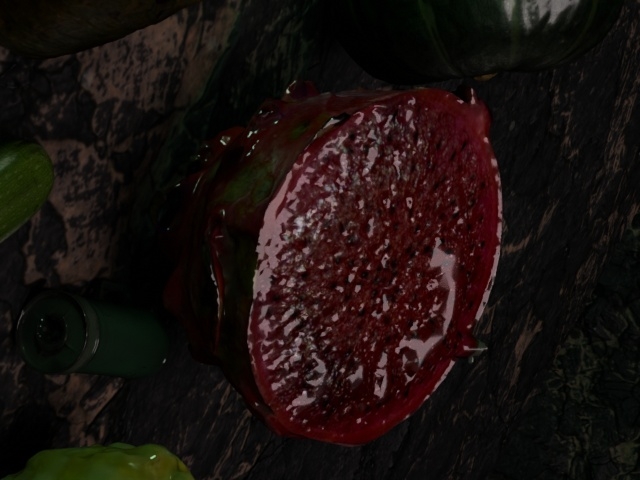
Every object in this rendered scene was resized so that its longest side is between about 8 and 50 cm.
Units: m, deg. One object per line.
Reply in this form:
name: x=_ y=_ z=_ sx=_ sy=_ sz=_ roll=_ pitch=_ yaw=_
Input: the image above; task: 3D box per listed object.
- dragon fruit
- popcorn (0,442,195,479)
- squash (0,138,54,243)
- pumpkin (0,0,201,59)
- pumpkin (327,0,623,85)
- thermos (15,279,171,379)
dragon fruit: x=0.000 y=0.000 z=1.288 sx=0.386 sy=0.249 sz=0.371 roll=-56 pitch=138 yaw=-15
popcorn: x=-0.211 y=0.308 z=1.140 sx=0.286 sy=0.252 sz=0.215 roll=-54 pitch=-176 yaw=-16
squash: x=-0.282 y=-0.001 z=0.935 sx=0.239 sy=0.069 sz=0.069 roll=-44 pitch=148 yaw=-39
pumpkin: x=-0.126 y=-0.250 z=0.881 sx=0.148 sy=0.169 sz=0.312 roll=-7 pitch=119 yaw=-64
pumpkin: x=0.156 y=-0.264 z=1.299 sx=0.300 sy=0.300 sz=0.207 roll=-9 pitch=92 yaw=-61
thermos: x=-0.200 y=0.089 z=1.190 sx=0.073 sy=0.083 sz=0.187 roll=-45 pitch=159 yaw=9
